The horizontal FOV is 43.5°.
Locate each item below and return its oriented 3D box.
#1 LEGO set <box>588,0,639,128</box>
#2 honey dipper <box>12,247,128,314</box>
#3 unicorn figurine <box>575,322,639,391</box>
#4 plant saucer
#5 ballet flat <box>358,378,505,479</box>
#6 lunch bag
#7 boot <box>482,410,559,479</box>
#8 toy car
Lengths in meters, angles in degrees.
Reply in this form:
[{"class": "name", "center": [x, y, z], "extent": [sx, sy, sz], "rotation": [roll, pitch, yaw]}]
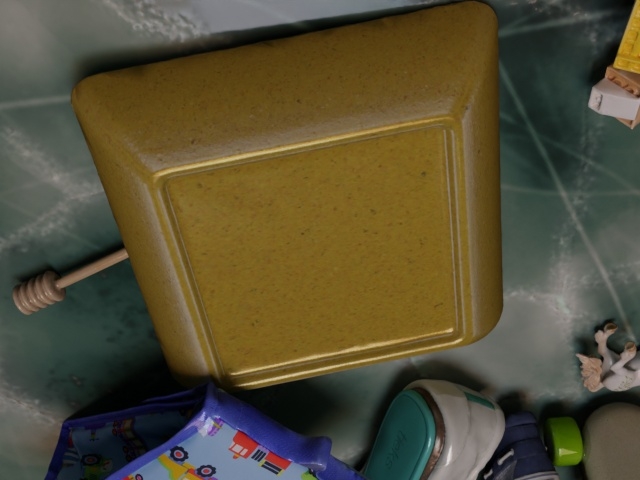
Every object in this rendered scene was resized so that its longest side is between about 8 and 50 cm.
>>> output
[{"class": "LEGO set", "center": [0.216, -0.213, 0.556], "extent": [0.132, 0.107, 0.287], "rotation": [-5, 141, 43]}, {"class": "honey dipper", "center": [-0.199, 0.023, 0.713], "extent": [0.161, 0.030, 0.030], "rotation": [-24, 124, 11]}, {"class": "unicorn figurine", "center": [0.345, 0.128, 0.819], "extent": [0.162, 0.060, 0.111], "rotation": [-2, 128, 17]}, {"class": "plant saucer", "center": [0.000, 0.000, 0.668], "extent": [0.333, 0.081, 0.332], "rotation": [-12, 125, -1]}, {"class": "ballet flat", "center": [0.084, 0.311, 0.894], "extent": [0.139, 0.139, 0.400], "rotation": [17, 122, -16]}, {"class": "lunch bag", "center": [-0.105, 0.243, 0.771], "extent": [0.293, 0.138, 0.221], "rotation": [-29, 124, 34]}, {"class": "boot", "center": [0.212, 0.251, 0.892], "extent": [0.069, 0.086, 0.190], "rotation": [-6, 154, -10]}, {"class": "toy car", "center": [0.326, 0.273, 0.898], "extent": [0.155, 0.148, 0.188], "rotation": [-5, 154, 0]}]
